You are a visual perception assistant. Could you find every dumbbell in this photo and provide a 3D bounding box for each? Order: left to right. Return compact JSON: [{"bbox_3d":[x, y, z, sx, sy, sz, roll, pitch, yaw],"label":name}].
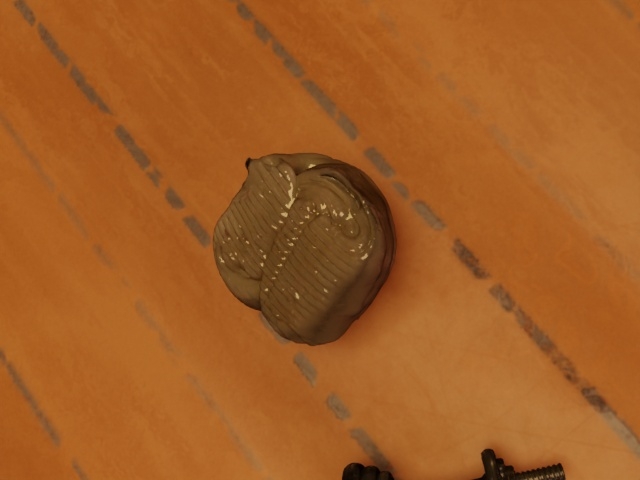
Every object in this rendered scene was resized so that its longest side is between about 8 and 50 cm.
[{"bbox_3d":[0.130,0.272,0.892,0.255,0.110,0.110,-15,78,9],"label":"dumbbell"}]

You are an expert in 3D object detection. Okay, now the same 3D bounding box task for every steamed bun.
[{"bbox_3d":[-0.002,-0.001,0.953,0.211,0.144,0.218,47,127,26],"label":"steamed bun"}]
